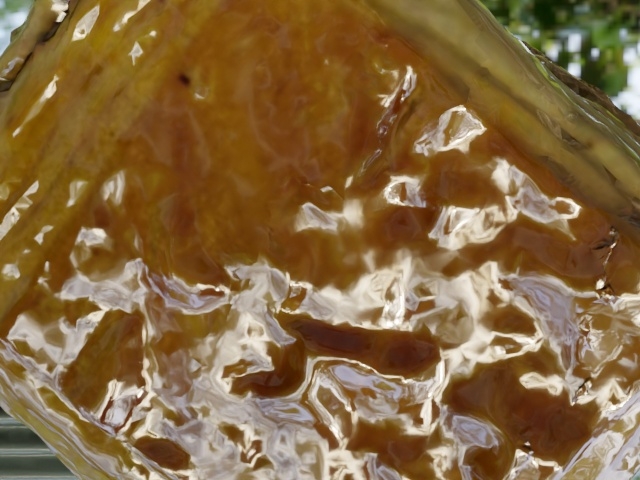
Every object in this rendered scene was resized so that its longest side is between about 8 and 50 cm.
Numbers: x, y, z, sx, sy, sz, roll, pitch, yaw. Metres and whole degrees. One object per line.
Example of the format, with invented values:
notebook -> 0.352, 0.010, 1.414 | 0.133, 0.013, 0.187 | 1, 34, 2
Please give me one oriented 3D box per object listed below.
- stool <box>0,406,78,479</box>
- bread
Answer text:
stool -> -0.295, 0.075, 1.085 | 0.330, 0.297, 0.297 | -2, -155, -13
bread -> 0.000, 0.000, 0.688 | 0.324, 0.277, 0.167 | 38, -161, 1
